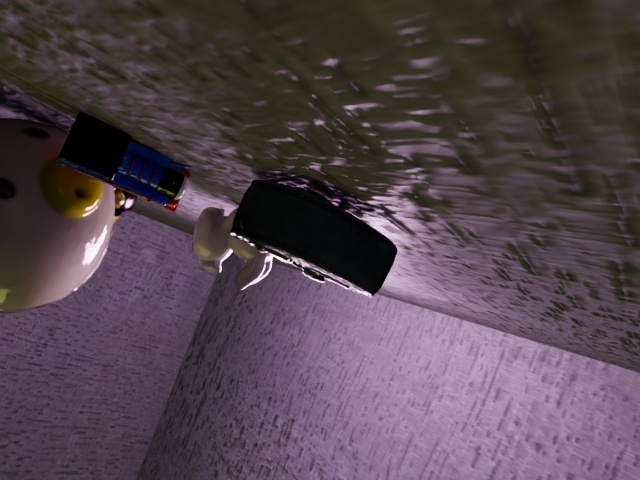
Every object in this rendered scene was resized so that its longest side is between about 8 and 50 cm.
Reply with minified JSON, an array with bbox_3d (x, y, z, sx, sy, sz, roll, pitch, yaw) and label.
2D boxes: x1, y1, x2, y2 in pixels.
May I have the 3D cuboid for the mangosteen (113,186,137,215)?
[{"bbox_3d":[-0.567,-0.127,1.109,0.137,0.137,0.151,21,179,-11],"label":"mangosteen"}]

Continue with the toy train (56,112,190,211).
[{"bbox_3d":[-0.325,-0.124,0.707,0.204,0.082,0.131,24,169,-30],"label":"toy train"}]

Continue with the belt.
[{"bbox_3d":[0.000,0.000,0.631,0.267,0.116,0.206,27,173,-26],"label":"belt"}]

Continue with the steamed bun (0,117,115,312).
[{"bbox_3d":[-0.563,-0.049,0.769,0.334,0.374,0.334,-4,140,-3],"label":"steamed bun"}]

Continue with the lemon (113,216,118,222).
[{"bbox_3d":[-0.805,-0.122,1.329,0.320,0.245,0.245,18,172,1],"label":"lemon"}]

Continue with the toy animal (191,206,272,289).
[{"bbox_3d":[-0.202,0.011,0.980,0.193,0.178,0.127,21,175,3],"label":"toy animal"}]
